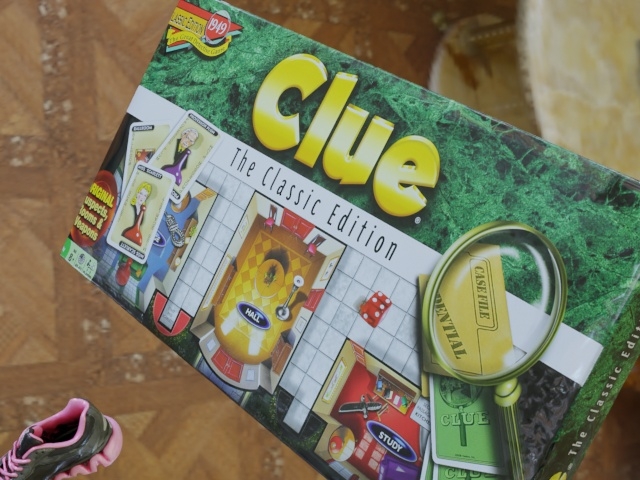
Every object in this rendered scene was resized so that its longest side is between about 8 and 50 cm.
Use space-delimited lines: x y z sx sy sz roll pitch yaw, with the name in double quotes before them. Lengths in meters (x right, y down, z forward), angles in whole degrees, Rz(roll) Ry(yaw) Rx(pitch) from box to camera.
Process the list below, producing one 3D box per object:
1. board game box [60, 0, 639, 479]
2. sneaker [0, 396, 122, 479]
"board game box" 0.000 0.000 0.424 0.030 0.260 0.136 24 95 -47
"sneaker" -0.186 0.140 0.723 0.119 0.047 0.057 -35 146 -15
